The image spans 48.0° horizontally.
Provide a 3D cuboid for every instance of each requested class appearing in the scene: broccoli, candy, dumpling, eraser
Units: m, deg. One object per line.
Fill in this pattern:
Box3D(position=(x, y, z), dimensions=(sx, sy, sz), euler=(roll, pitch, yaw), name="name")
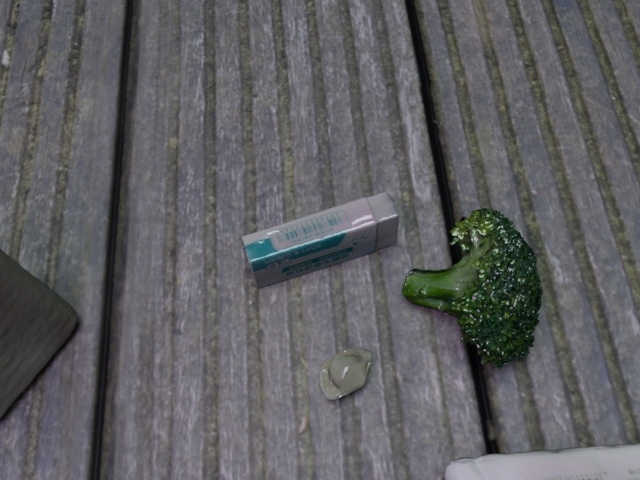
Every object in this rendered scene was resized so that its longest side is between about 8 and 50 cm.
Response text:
Box3D(position=(0.203, 0.064, 0.987), dimensions=(0.194, 0.194, 0.219), euler=(4, 86, 5), name="broccoli")
Box3D(position=(-0.461, 0.088, 0.885), dimensions=(0.145, 0.358, 0.208), euler=(27, 70, 16), name="candy")
Box3D(position=(0.034, 0.182, 0.989), dimensions=(0.052, 0.057, 0.076), euler=(18, 89, -27), name="dumpling")
Box3D(position=(0.000, 0.000, 1.052), dimensions=(0.225, 0.095, 0.052), euler=(-18, 63, -7), name="eraser")

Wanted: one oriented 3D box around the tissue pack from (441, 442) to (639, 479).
Box3D(position=(0.317, 0.364, 0.782), dimensions=(0.357, 0.194, 0.266), euler=(-4, 56, 0), name="tissue pack")
